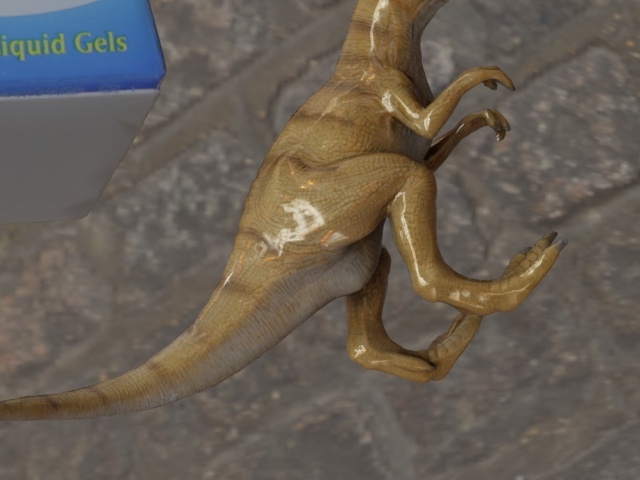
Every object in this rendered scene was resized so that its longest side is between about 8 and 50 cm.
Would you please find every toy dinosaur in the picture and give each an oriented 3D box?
[{"bbox_3d":[0.000,0.000,0.515,0.112,0.064,0.211,36,68,-8],"label":"toy dinosaur"}]

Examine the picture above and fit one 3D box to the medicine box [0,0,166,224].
[{"bbox_3d":[-0.244,-0.155,0.839,0.149,0.264,0.289,-48,53,55],"label":"medicine box"}]
